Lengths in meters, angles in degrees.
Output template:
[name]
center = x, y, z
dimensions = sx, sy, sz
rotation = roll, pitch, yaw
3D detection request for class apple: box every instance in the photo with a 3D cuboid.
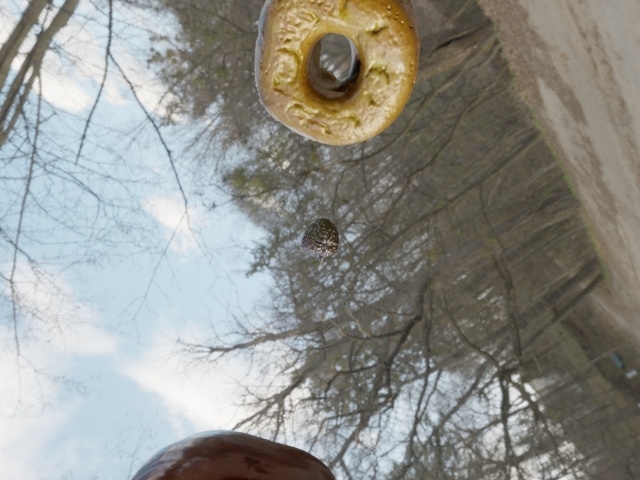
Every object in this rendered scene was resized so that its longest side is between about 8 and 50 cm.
[apple]
center = -0.131, 0.402, 0.648
dimensions = 0.288, 0.316, 0.288
rotation = 3, -90, -81

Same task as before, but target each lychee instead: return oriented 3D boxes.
[lychee]
center = 0.000, 0.000, 0.870
dimensions = 0.067, 0.083, 0.068
rotation = 6, -171, -21

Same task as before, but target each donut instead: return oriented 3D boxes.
[donut]
center = 0.019, -0.231, 0.614
dimensions = 0.226, 0.226, 0.114
rotation = 43, -149, -15
